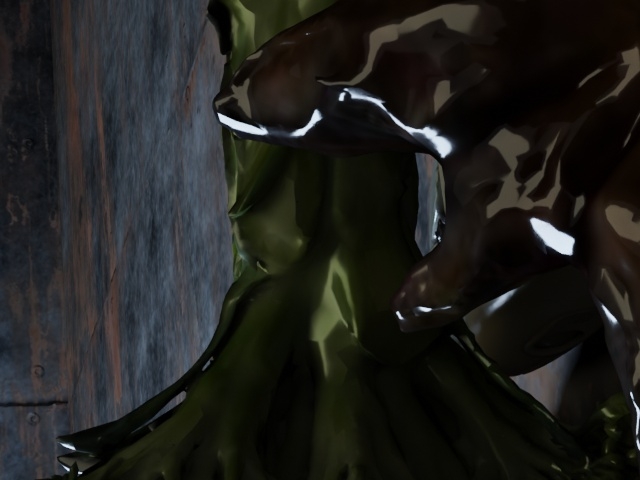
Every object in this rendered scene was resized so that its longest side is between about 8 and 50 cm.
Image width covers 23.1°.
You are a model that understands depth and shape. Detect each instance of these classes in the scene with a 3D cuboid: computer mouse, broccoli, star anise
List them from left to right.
[{"bbox_3d":[0.021,0.003,0.681,0.221,0.252,0.361,-3,67,55],"label":"broccoli"},{"bbox_3d":[0.106,-0.021,0.771,0.236,0.082,0.145,127,140,-61],"label":"computer mouse"},{"bbox_3d":[0.113,-0.058,0.398,0.349,0.109,0.292,50,127,24],"label":"star anise"}]

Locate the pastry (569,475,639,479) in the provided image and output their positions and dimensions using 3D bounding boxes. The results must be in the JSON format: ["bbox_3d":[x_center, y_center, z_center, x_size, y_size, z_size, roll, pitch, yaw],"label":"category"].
[{"bbox_3d":[0.100,0.209,0.510,0.193,0.275,0.274,42,131,47],"label":"pastry"}]
